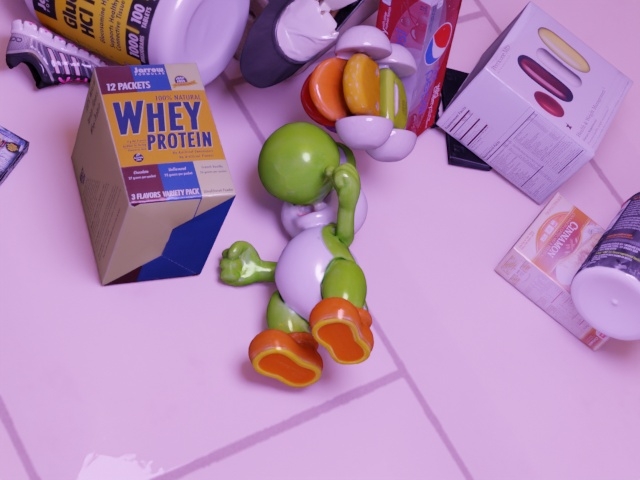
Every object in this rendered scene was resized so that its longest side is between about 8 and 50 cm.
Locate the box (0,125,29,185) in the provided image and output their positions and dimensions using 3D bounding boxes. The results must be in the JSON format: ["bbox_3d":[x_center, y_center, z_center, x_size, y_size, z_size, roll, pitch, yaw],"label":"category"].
[{"bbox_3d":[-0.461,-0.124,1.608,0.137,0.027,0.094,29,55,-2],"label":"box"}]

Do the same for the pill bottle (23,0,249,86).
[{"bbox_3d":[-0.278,-0.344,1.680,0.334,0.188,0.188,27,51,23],"label":"pill bottle"}]

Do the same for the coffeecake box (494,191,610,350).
[{"bbox_3d":[0.368,0.044,1.787,0.185,0.068,0.142,39,53,6],"label":"coffeecake box"}]

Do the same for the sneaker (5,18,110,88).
[{"bbox_3d":[-0.356,-0.233,1.697,0.170,0.063,0.075,26,84,-24],"label":"sneaker"}]

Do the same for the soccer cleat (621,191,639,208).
[{"bbox_3d":[0.579,-0.049,1.920,0.248,0.083,0.095,-7,67,-27],"label":"soccer cleat"}]

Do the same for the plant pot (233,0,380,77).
[{"bbox_3d":[-0.020,-0.414,1.803,0.334,0.334,0.305,36,65,4],"label":"plant pot"}]

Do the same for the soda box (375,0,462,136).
[{"bbox_3d":[0.127,-0.261,1.762,0.083,0.263,0.092,33,50,21],"label":"soda box"}]

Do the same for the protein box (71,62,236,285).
[{"bbox_3d":[-0.216,-0.083,1.567,0.136,0.200,0.201,-6,61,-24],"label":"protein box"}]

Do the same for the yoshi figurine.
[{"bbox_3d":[-0.023,-0.011,1.602,0.203,0.203,0.362,6,49,-5],"label":"yoshi figurine"}]

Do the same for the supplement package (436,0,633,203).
[{"bbox_3d":[0.323,-0.208,1.864,0.203,0.149,0.194,37,51,-3],"label":"supplement package"}]

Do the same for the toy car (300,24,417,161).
[{"bbox_3d":[0.048,-0.189,1.654,0.182,0.136,0.159,17,71,-61],"label":"toy car"}]

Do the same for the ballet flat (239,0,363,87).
[{"bbox_3d":[0.003,-0.312,1.622,0.095,0.096,0.280,46,77,-27],"label":"ballet flat"}]

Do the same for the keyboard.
[{"bbox_3d":[0.209,-0.190,1.904,0.108,0.023,0.180,12,55,-21],"label":"keyboard"}]

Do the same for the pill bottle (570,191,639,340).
[{"bbox_3d":[0.453,0.015,1.713,0.130,0.130,0.245,39,54,6],"label":"pill bottle"}]
